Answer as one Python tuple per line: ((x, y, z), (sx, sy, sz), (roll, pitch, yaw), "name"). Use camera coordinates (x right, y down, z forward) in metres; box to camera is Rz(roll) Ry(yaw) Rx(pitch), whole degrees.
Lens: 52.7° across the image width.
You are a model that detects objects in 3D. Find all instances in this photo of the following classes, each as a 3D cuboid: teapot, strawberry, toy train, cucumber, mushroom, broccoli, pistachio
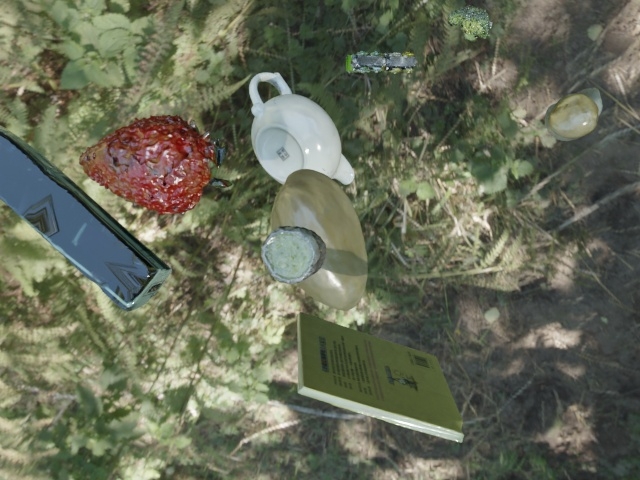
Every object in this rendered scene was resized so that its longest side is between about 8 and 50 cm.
((-0.055, -0.232, 1.394), (0.208, 0.166, 0.299), (-26, 92, 57), "teapot")
((-0.214, -0.109, 0.837), (0.192, 0.085, 0.140), (34, 76, 11), "strawberry")
((-0.248, -0.037, 0.603), (0.252, 0.048, 0.055), (41, 102, 5), "toy train")
((-0.028, 0.014, 0.714), (0.064, 0.112, 0.064), (0, 90, 6), "cucumber")
((0.641, -0.325, 1.634), (0.122, 0.329, 0.159), (30, 109, 12), "mushroom")
((0.357, -0.520, 1.558), (0.097, 0.095, 0.092), (-1, 130, 2), "broccoli")
((0.165, -0.482, 1.752), (0.202, 0.081, 0.060), (-7, 106, -25), "toy train")
((0.000, 0.000, 0.994), (0.136, 0.136, 0.225), (-23, 95, 17), "pistachio")

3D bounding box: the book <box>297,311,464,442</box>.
((0.065, 0.153, 0.754), (0.192, 0.168, 0.013), (19, 109, -10), "book")
